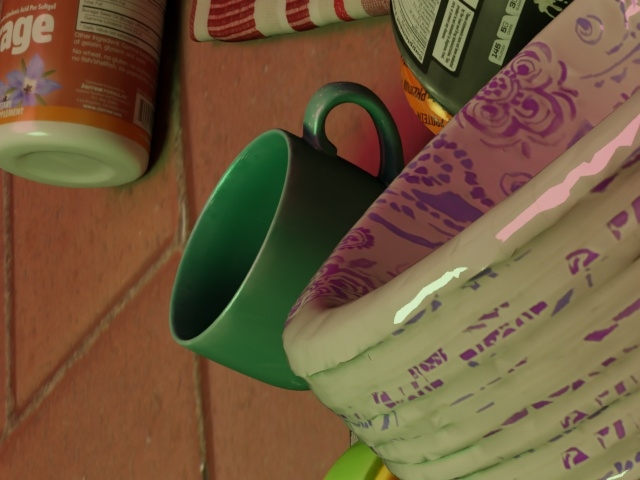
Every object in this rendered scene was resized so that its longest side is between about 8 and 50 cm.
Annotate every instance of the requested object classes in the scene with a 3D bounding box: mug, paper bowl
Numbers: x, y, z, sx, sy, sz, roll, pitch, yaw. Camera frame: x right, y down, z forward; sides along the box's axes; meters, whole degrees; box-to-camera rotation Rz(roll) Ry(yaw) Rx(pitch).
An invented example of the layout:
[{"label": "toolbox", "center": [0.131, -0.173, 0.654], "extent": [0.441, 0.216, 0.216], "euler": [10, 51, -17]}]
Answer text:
[{"label": "mug", "center": [-0.003, 0.009, 1.068], "extent": [0.158, 0.097, 0.129], "euler": [-48, 26, 37]}, {"label": "paper bowl", "center": [0.137, -0.015, 0.572], "extent": [0.284, 0.148, 0.284], "euler": [-43, 4, 4]}]

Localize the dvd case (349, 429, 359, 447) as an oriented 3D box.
[{"label": "dvd case", "center": [0.050, 0.084, 1.041], "extent": [0.119, 0.013, 0.087], "euler": [-38, 46, 52]}]

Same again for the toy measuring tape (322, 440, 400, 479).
[{"label": "toy measuring tape", "center": [0.058, 0.078, 0.921], "extent": [0.121, 0.121, 0.330], "euler": [-21, 60, 58]}]

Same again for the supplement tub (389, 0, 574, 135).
[{"label": "supplement tub", "center": [0.093, -0.121, 0.779], "extent": [0.190, 0.117, 0.117], "euler": [104, 163, -56]}]

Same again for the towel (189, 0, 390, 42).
[{"label": "towel", "center": [0.007, -0.248, 1.246], "extent": [0.329, 0.037, 0.237], "euler": [3, 83, 64]}]

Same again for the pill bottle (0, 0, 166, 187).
[{"label": "pill bottle", "center": [-0.177, -0.156, 1.453], "extent": [0.121, 0.121, 0.216], "euler": [-22, 59, 57]}]
